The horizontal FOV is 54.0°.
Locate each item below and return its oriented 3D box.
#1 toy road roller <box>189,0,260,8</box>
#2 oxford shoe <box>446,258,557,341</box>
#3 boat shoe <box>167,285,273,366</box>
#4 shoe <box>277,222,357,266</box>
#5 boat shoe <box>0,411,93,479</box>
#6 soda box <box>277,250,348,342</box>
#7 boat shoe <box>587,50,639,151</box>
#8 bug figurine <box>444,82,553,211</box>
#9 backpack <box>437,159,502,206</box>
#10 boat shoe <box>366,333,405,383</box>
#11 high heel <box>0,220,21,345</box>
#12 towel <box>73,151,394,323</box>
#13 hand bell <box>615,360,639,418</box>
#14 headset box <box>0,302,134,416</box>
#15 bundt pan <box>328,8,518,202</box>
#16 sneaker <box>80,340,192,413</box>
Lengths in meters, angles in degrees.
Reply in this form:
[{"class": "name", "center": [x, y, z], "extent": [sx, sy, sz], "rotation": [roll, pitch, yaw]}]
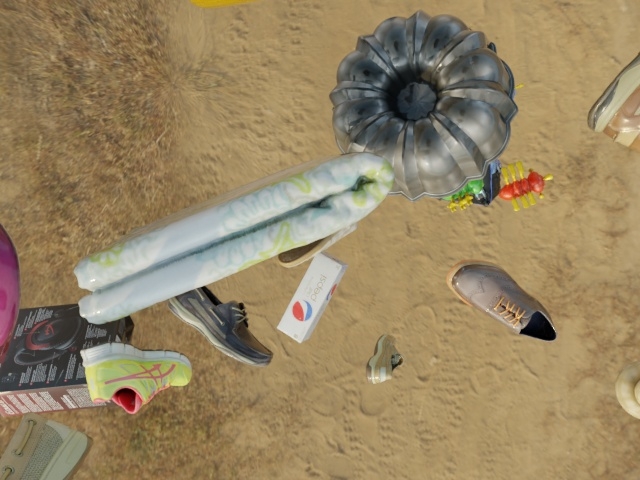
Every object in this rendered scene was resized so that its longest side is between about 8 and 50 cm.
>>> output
[{"class": "toy road roller", "center": [-0.033, -0.309, 0.421], "extent": [0.329, 0.202, 0.241], "rotation": [-40, 125, -27]}, {"class": "oxford shoe", "center": [0.487, 0.160, 1.646], "extent": [0.363, 0.133, 0.130], "rotation": [26, 105, -25]}, {"class": "boat shoe", "center": [-0.277, 0.232, 1.815], "extent": [0.355, 0.132, 0.130], "rotation": [34, 92, 7]}, {"class": "shoe", "center": [0.000, 0.000, 1.421], "extent": [0.219, 0.076, 0.058], "rotation": [-36, 135, -17]}, {"class": "boat shoe", "center": [-0.334, 0.283, 0.616], "extent": [0.098, 0.302, 0.109], "rotation": [33, 112, -7]}, {"class": "soda box", "center": [-0.018, 0.135, 1.521], "extent": [0.073, 0.069, 0.216], "rotation": [30, 97, 14]}, {"class": "boat shoe", "center": [0.520, -0.264, 0.872], "extent": [0.120, 0.122, 0.324], "rotation": [41, 126, 13]}, {"class": "bug figurine", "center": [0.325, -0.180, 1.249], "extent": [0.216, 0.072, 0.279], "rotation": [-17, 81, 17]}, {"class": "backpack", "center": [0.362, -0.184, 1.533], "extent": [0.117, 0.158, 0.174], "rotation": [-34, 125, -45]}, {"class": "boat shoe", "center": [0.162, 0.278, 1.466], "extent": [0.072, 0.190, 0.068], "rotation": [-3, 110, 19]}, {"class": "high heel", "center": [-0.491, -0.024, 0.768], "extent": [0.181, 0.127, 0.378], "rotation": [-20, 111, -45]}, {"class": "towel", "center": [-0.106, -0.017, 0.814], "extent": [0.374, 0.320, 0.090], "rotation": [-22, 100, -3]}, {"class": "hand bell", "center": [0.654, 0.300, 1.223], "extent": [0.126, 0.242, 0.126], "rotation": [-3, 80, 20]}, {"class": "headset box", "center": [-0.582, 0.257, 1.384], "extent": [0.292, 0.218, 0.110], "rotation": [-6, 138, 0]}, {"class": "bundt pan", "center": [0.162, -0.237, 1.058], "extent": [0.330, 0.124, 0.331], "rotation": [-2, 83, 17]}, {"class": "sneaker", "center": [-0.272, 0.213, 0.941], "extent": [0.081, 0.094, 0.208], "rotation": [-22, 155, 26]}]
